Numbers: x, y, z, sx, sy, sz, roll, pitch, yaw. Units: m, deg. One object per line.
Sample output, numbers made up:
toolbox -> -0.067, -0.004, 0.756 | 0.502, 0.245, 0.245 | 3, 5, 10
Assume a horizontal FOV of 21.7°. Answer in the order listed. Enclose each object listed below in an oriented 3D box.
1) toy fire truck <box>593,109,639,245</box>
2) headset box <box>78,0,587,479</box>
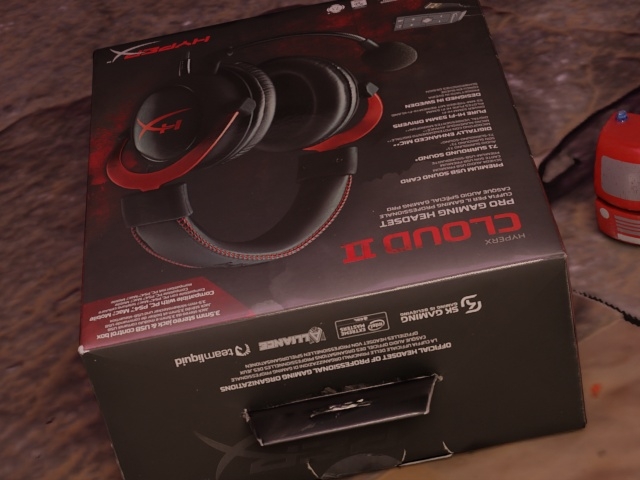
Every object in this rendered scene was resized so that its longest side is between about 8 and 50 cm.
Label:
toy fire truck -> 0.197, -0.102, 0.876 | 0.047, 0.135, 0.192 | 13, 44, 32
headset box -> 0.000, 0.000, 0.827 | 0.218, 0.110, 0.293 | -11, 36, 3
